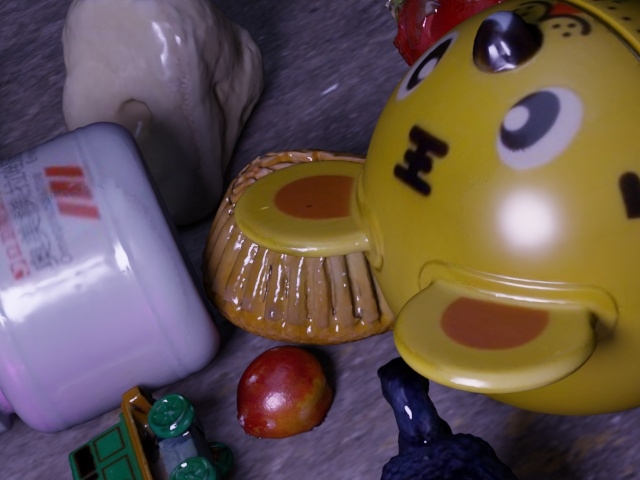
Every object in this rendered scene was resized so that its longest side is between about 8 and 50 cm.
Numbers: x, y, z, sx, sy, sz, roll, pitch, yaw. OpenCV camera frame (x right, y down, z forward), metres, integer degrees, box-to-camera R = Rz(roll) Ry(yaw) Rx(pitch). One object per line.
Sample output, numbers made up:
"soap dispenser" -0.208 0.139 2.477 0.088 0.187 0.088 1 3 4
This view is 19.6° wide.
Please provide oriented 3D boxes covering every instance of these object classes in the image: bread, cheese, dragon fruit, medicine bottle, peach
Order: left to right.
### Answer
"medicine bottle" -0.281 0.057 1.716 0.325 0.256 0.256 -23 40 -2
"cheese" -0.167 -0.184 1.959 0.173 0.248 0.251 5 40 26
"peach" -0.039 0.131 1.680 0.098 0.061 0.098 -7 44 6
"bread" -0.002 0.003 1.736 0.240 0.139 0.240 -8 33 5
"dragon fruit" 0.170 -0.229 1.911 0.209 0.172 0.172 -15 39 24

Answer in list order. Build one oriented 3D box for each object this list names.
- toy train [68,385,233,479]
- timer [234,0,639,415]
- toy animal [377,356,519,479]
"toy train" -0.142 0.221 1.607 0.136 0.091 0.228 -30 41 6
"timer" 0.165 -0.021 1.444 0.387 0.376 0.376 -17 36 -26
"toy animal" 0.106 0.233 1.413 0.122 0.185 0.298 -12 59 3
